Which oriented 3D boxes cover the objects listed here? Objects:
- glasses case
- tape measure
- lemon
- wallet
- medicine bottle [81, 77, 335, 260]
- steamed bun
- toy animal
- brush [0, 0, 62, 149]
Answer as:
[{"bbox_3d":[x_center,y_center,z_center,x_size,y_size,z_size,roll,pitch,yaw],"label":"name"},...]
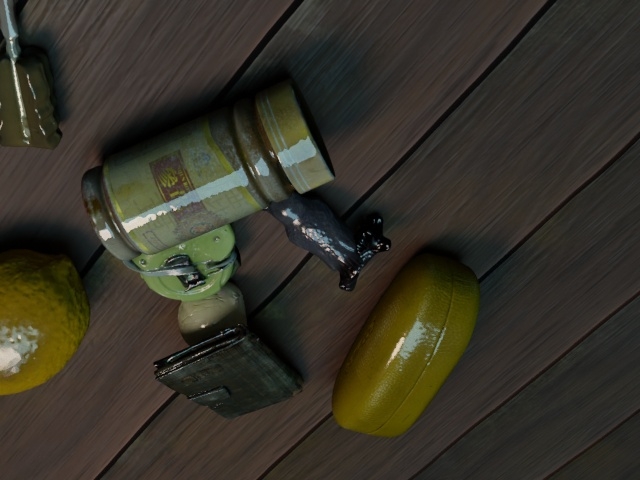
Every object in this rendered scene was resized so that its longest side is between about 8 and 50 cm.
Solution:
[{"bbox_3d":[0.129,0.193,1.438,0.141,0.173,0.371,16,124,-17],"label":"glasses case"},{"bbox_3d":[-0.203,0.025,1.299,0.177,0.088,0.154,-17,133,6],"label":"tape measure"},{"bbox_3d":[-0.457,0.123,1.258,0.260,0.204,0.204,-43,125,5],"label":"lemon"},{"bbox_3d":[-0.143,0.231,1.428,0.169,0.044,0.317,-24,153,5],"label":"wallet"},{"bbox_3d":[-0.155,-0.093,1.172,0.322,0.151,0.151,-22,129,7],"label":"medicine bottle"},{"bbox_3d":[-0.176,0.133,1.386,0.112,0.091,0.130,-1,128,-9],"label":"steamed bun"},{"bbox_3d":[-0.003,0.000,1.300,0.210,0.117,0.121,25,126,-29],"label":"toy animal"},{"bbox_3d":[-0.386,-0.252,1.063,0.084,0.071,0.301,-1,123,-5],"label":"brush"}]
